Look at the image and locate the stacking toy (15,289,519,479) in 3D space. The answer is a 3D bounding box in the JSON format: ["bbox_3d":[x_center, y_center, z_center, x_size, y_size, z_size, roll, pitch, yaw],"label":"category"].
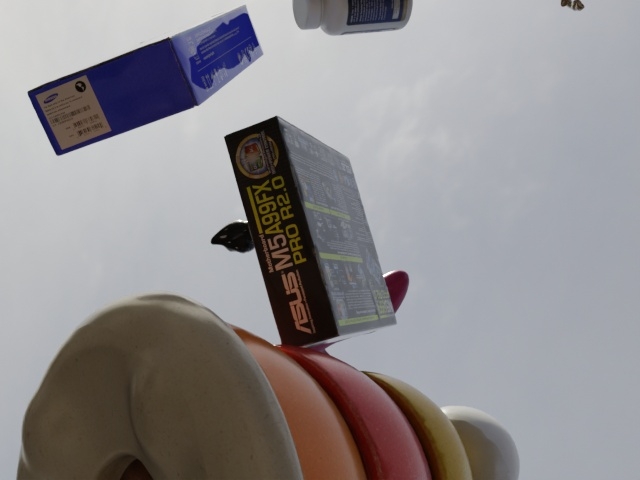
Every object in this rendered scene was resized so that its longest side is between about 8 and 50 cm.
[{"bbox_3d":[0.016,0.228,0.718,0.350,0.480,0.351,-8,-101,46],"label":"stacking toy"}]

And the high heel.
[{"bbox_3d":[0.041,0.110,1.374,0.244,0.117,0.082,-37,-138,-5],"label":"high heel"}]

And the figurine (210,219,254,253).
[{"bbox_3d":[-0.060,-0.032,1.483,0.209,0.215,0.092,-15,-91,33],"label":"figurine"}]

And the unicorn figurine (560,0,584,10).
[{"bbox_3d":[0.306,-0.346,1.054,0.162,0.060,0.111,-56,-147,38],"label":"unicorn figurine"}]

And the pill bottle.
[{"bbox_3d":[0.047,-0.363,1.260,0.094,0.169,0.094,170,-90,-69],"label":"pill bottle"}]

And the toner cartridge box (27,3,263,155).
[{"bbox_3d":[-0.184,-0.200,0.966,0.165,0.348,0.075,-16,-72,13],"label":"toner cartridge box"}]

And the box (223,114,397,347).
[{"bbox_3d":[0.000,0.000,0.881,0.060,0.270,0.216,-17,-97,15],"label":"box"}]
